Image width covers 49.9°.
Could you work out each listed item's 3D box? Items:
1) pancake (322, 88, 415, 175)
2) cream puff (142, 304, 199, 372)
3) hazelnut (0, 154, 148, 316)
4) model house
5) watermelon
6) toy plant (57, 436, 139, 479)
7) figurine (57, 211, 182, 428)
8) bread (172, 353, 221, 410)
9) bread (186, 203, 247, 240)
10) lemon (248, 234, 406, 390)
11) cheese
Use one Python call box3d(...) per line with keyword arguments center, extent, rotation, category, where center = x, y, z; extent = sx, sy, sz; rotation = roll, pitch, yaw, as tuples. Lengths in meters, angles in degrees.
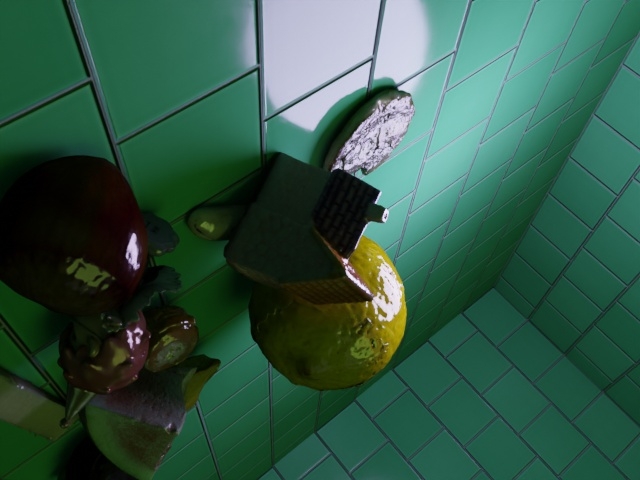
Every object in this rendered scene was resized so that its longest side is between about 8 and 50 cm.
box3d(center=(0.099, -0.206, 1.404), extent=(0.253, 0.037, 0.254), rotation=(-37, 158, -18), category="pancake")
box3d(center=(-0.309, 0.183, 1.320), extent=(0.144, 0.103, 0.126), rotation=(-26, 139, -38), category="cream puff")
box3d(center=(-0.312, -0.010, 0.881), extent=(0.208, 0.208, 0.208), rotation=(-36, 157, -18), category="hazelnut")
box3d(center=(0.000, 0.000, 1.249), extent=(0.237, 0.237, 0.202), rotation=(-62, 153, -12), category="model house")
box3d(center=(-0.370, 0.350, 1.393), extent=(0.231, 0.193, 0.310), rotation=(-10, 123, 5), category="watermelon")
box3d(center=(-0.484, 0.521, 1.572), extent=(0.218, 0.176, 0.235), rotation=(-18, 176, -34), category="toy plant")
box3d(center=(-0.346, 0.135, 1.117), extent=(0.387, 0.166, 0.207), rotation=(-59, -169, 20), category="figurine")
box3d(center=(-0.343, 0.351, 1.578), extent=(0.160, 0.088, 0.233), rotation=(1, 129, -56), category="bread")
box3d(center=(-0.159, -0.029, 1.259), extent=(0.073, 0.053, 0.214), rotation=(-50, 159, 25), category="bread")
box3d(center=(0.022, 0.140, 1.512), extent=(0.387, 0.349, 0.350), rotation=(-64, 178, -46), category="lemon")
box3d(center=(-0.532, 0.294, 1.226), extent=(0.085, 0.034, 0.400), rotation=(-37, 158, -14), category="cheese")
